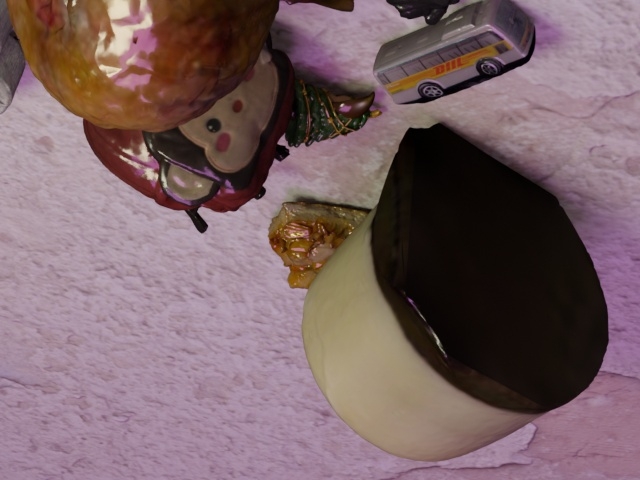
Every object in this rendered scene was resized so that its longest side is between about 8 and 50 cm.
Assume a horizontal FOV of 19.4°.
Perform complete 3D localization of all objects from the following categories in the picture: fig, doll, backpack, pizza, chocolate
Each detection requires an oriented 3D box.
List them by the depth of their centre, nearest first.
[{"bbox_3d":[-0.117,-0.247,1.805,0.369,0.286,0.286,-5,164,-43],"label":"fig"},{"bbox_3d":[-0.143,-0.137,1.966,0.229,0.229,0.139,11,159,-3],"label":"backpack"},{"bbox_3d":[0.010,-0.129,2.045,0.113,0.076,0.078,15,154,-9],"label":"doll"},{"bbox_3d":[0.121,0.094,2.115,0.326,0.314,0.297,31,133,-33],"label":"chocolate"},{"bbox_3d":[0.000,0.000,2.272,0.182,0.062,0.161,-12,141,33],"label":"pizza"}]

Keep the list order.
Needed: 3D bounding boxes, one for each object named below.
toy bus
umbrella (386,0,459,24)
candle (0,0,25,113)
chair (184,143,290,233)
[{"bbox_3d":[0.136,-0.193,1.929,0.172,0.057,0.072,-20,129,39],"label":"toy bus"},{"bbox_3d":[0.150,-0.279,1.786,0.066,0.059,0.236,8,155,-31],"label":"umbrella"},{"bbox_3d":[-0.409,-0.217,2.029,0.169,0.068,0.192,7,145,7],"label":"candle"},{"bbox_3d":[-0.160,-0.132,2.097,0.229,0.113,0.106,49,147,9],"label":"chair"}]
